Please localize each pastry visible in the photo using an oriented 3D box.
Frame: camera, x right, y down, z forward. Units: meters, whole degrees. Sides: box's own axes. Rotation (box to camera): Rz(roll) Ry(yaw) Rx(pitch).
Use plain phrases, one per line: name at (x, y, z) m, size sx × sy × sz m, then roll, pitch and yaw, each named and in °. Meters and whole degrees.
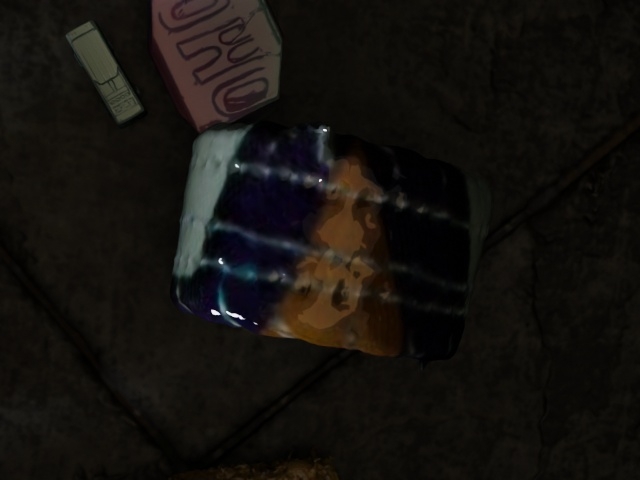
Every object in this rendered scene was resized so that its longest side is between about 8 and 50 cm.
pastry at (-0.049, 0.214, 0.918) m, size 0.140 × 0.056 × 0.080 m, roll -11°, pitch 86°, yaw -6°

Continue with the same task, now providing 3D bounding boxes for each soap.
soap at (-0.081, -0.153, 0.876) m, size 0.100 × 0.056 × 0.149 m, roll -24°, pitch 99°, yaw -3°

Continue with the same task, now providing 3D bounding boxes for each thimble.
thimble at (0.000, 0.000, 0.828) m, size 0.237 × 0.237 × 0.150 m, roll 13°, pitch 90°, yaw -10°

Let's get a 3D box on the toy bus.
toy bus at (-0.164, -0.127, 0.874) m, size 0.031 × 0.037 × 0.083 m, roll -30°, pitch 100°, yaw -4°
